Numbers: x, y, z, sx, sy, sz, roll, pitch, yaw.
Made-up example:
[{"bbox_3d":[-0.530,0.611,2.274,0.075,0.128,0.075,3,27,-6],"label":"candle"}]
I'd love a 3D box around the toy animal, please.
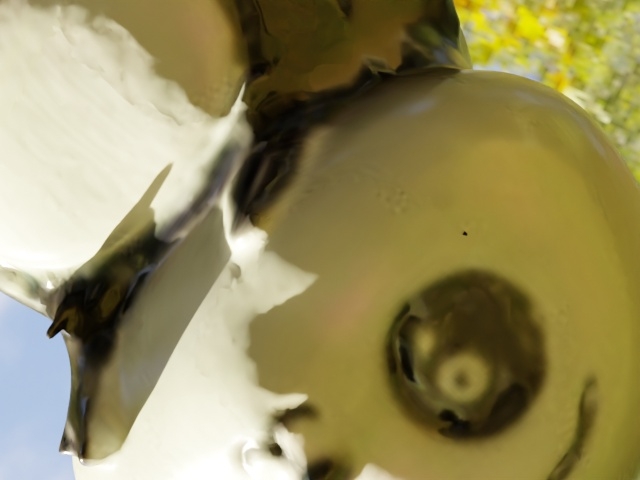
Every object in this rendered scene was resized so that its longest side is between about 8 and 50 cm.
[{"bbox_3d":[0.000,0.000,0.725,0.251,0.310,0.251,-37,-9,-7],"label":"toy animal"}]
